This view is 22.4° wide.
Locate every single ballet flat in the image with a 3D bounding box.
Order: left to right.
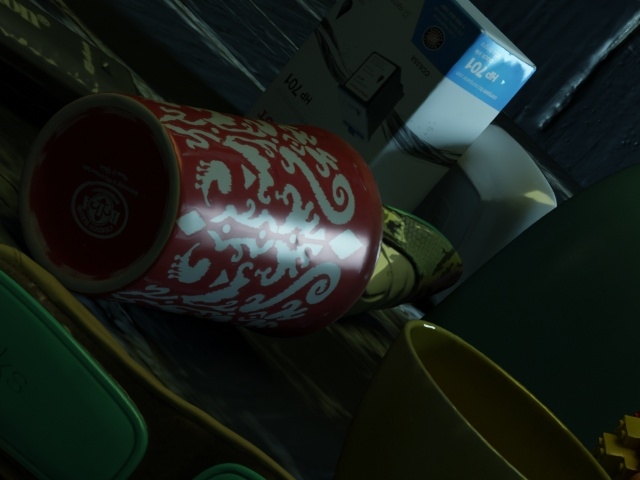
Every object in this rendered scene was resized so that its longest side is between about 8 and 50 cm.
[{"bbox_3d":[-0.050,0.088,0.537,0.232,0.080,0.073,48,-2,16],"label":"ballet flat"},{"bbox_3d":[0.000,0.000,1.024,0.221,0.077,0.079,31,35,-27],"label":"ballet flat"}]

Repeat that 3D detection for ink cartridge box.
[{"bbox_3d":[0.048,-0.110,1.238,0.082,0.191,0.139,26,20,-48],"label":"ink cartridge box"}]

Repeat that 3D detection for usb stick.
[{"bbox_3d":[-0.207,-0.134,0.867,0.278,0.045,0.077,34,14,-35],"label":"usb stick"}]

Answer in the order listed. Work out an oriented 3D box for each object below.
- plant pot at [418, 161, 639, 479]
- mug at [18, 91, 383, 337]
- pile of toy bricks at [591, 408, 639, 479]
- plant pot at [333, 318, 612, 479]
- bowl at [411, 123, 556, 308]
[{"bbox_3d":[0.232,0.082,1.054,0.293,0.235,0.293,39,13,-11],"label":"plant pot"},{"bbox_3d":[-0.073,-0.009,0.791,0.169,0.150,0.113,10,70,-61],"label":"mug"},{"bbox_3d":[0.122,0.175,0.764,0.105,0.118,0.212,12,35,-6],"label":"pile of toy bricks"},{"bbox_3d":[0.058,0.115,0.719,0.134,0.095,0.134,39,12,-10],"label":"plant pot"},{"bbox_3d":[0.109,-0.013,1.250,0.053,0.142,0.142,13,27,-28],"label":"bowl"}]
